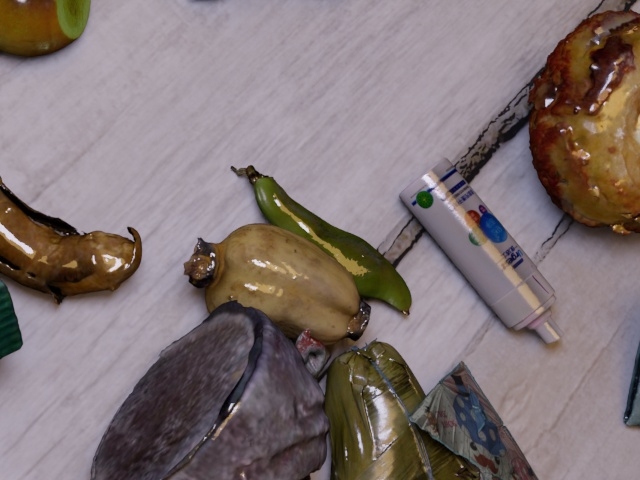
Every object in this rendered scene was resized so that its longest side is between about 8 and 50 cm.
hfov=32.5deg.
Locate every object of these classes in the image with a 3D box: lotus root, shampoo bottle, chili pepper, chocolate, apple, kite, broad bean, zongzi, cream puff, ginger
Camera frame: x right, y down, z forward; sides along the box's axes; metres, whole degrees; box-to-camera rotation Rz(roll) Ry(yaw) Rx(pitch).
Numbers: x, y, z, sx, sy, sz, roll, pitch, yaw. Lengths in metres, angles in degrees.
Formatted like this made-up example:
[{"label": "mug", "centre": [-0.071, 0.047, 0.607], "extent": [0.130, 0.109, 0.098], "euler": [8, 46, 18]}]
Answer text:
[{"label": "lotus root", "centre": [-0.060, 0.065, 1.460], "extent": [0.257, 0.140, 0.154], "euler": [24, 103, -9]}, {"label": "shampoo bottle", "centre": [0.240, 0.024, 1.567], "extent": [0.092, 0.092, 0.303], "euler": [-37, 86, -20]}, {"label": "chili pepper", "centre": [-0.016, 0.157, 1.438], "extent": [0.041, 0.153, 0.050], "euler": [23, 65, 6]}, {"label": "chocolate", "centre": [-0.107, 0.251, 1.336], "extent": [0.213, 0.303, 0.303], "euler": [42, 69, -22]}, {"label": "apple", "centre": [-0.390, -0.325, 1.479], "extent": [0.163, 0.147, 0.146], "euler": [0, 76, -16]}, {"label": "kite", "centre": [0.218, 0.285, 1.453], "extent": [0.335, 0.011, 0.314], "euler": [36, 33, -34]}, {"label": "broad bean", "centre": [0.003, -0.003, 1.527], "extent": [0.325, 0.067, 0.075], "euler": [41, 34, -5]}, {"label": "zongzi", "centre": [0.037, 0.285, 1.426], "extent": [0.274, 0.125, 0.250], "euler": [-30, 84, -21]}, {"label": "cream puff", "centre": [0.448, -0.173, 1.598], "extent": [0.351, 0.229, 0.350], "euler": [-3, 100, -18]}, {"label": "ginger", "centre": [-0.384, -0.012, 1.421], "extent": [0.309, 0.107, 0.133], "euler": [26, 85, -2]}]

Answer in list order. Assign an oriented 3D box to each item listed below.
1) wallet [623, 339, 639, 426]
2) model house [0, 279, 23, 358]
[{"label": "wallet", "centre": [0.624, 0.179, 1.583], "extent": [0.342, 0.075, 0.237], "euler": [6, 106, -13]}, {"label": "model house", "centre": [-0.571, 0.109, 1.251], "extent": [0.382, 0.335, 0.342], "euler": [-31, 94, -24]}]
